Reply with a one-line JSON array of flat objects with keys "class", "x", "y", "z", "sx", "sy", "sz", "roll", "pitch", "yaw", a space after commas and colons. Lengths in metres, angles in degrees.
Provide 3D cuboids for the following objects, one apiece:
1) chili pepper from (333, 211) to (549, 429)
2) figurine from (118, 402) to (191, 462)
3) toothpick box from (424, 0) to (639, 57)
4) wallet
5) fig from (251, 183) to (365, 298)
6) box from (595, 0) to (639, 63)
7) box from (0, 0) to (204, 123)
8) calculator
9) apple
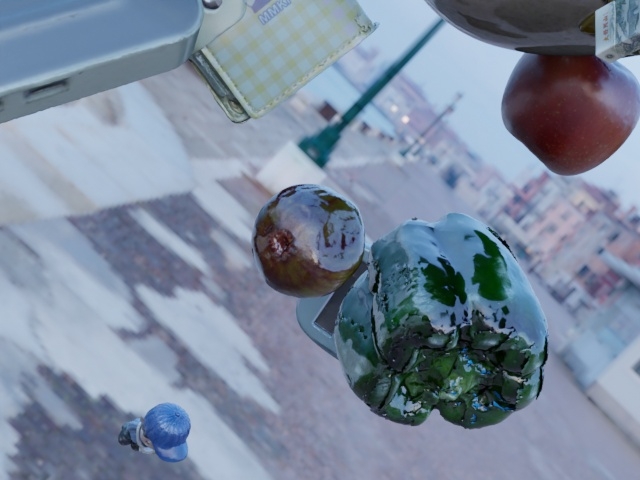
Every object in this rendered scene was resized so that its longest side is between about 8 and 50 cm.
[{"class": "chili pepper", "x": 0.157, "y": 0.099, "z": 1.581, "sx": 0.249, "sy": 0.233, "sz": 0.256, "roll": 10, "pitch": 40, "yaw": -20}, {"class": "figurine", "x": -0.257, "y": 0.301, "z": 1.974, "sx": 0.086, "sy": 0.087, "sz": 0.149, "roll": 33, "pitch": -25, "yaw": -25}, {"class": "toothpick box", "x": 0.333, "y": -0.408, "z": 1.462, "sx": 0.426, "sy": 0.408, "sz": 0.409, "roll": 3, "pitch": -15, "yaw": 28}, {"class": "wallet", "x": -0.101, "y": -0.316, "z": 1.494, "sx": 0.309, "sy": 0.223, "sz": 0.077, "roll": 53, "pitch": -11, "yaw": -15}, {"class": "fig", "x": 0.000, "y": 0.000, "z": 1.222, "sx": 0.103, "sy": 0.109, "sz": 0.155, "roll": 4, "pitch": 3, "yaw": 31}, {"class": "box", "x": 0.297, "y": -0.208, "z": 1.188, "sx": 0.024, "sy": 0.083, "sz": 0.054, "roll": 20, "pitch": 61, "yaw": -32}, {"class": "box", "x": -0.350, "y": -0.290, "z": 1.267, "sx": 0.367, "sy": 0.373, "sz": 0.090, "roll": 59, "pitch": -26, "yaw": 19}, {"class": "calculator", "x": 0.068, "y": 0.105, "z": 1.952, "sx": 0.299, "sy": 0.185, "sz": 0.041, "roll": 35, "pitch": 18, "yaw": 7}, {"class": "apple", "x": 0.331, "y": -0.184, "z": 1.678, "sx": 0.181, "sy": 0.168, "sz": 0.181, "roll": 40, "pitch": 15, "yaw": -13}]
